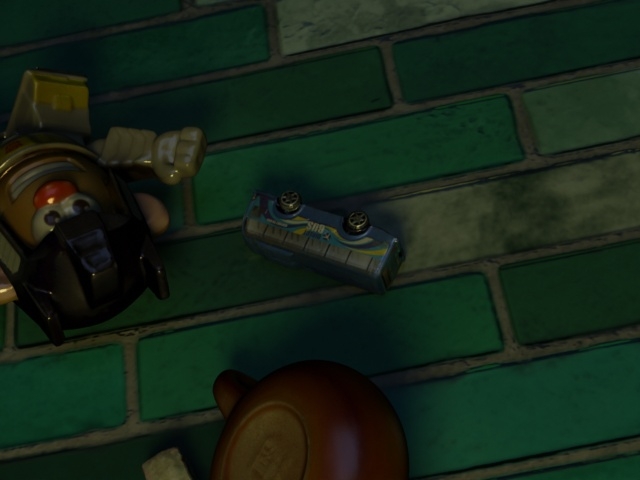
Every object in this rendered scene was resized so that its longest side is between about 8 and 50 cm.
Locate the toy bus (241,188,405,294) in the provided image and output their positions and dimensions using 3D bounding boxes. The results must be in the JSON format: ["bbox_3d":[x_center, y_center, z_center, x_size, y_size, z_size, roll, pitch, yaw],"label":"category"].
[{"bbox_3d":[0.000,0.000,1.160,0.153,0.051,0.061,17,65,21],"label":"toy bus"}]

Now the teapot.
[{"bbox_3d":[-0.008,0.178,0.999,0.178,0.135,0.252,-55,39,6],"label":"teapot"}]

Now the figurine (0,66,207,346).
[{"bbox_3d":[-0.242,-0.026,1.168,0.308,0.143,0.308,-12,60,22],"label":"figurine"}]

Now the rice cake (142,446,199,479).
[{"bbox_3d":[-0.090,0.253,1.005,0.047,0.036,0.206,-33,55,2],"label":"rice cake"}]
